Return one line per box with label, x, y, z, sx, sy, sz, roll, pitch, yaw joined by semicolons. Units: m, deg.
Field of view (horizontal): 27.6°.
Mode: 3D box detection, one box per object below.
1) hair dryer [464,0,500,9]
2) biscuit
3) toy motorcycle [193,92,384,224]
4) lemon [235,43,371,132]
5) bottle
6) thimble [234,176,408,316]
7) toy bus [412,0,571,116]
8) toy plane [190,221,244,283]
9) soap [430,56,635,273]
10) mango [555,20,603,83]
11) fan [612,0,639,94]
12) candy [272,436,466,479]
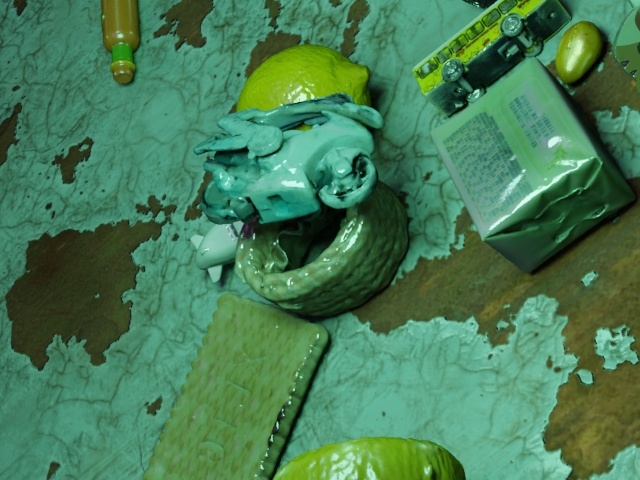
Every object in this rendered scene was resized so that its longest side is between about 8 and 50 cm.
hair dryer;0.206;-0.451;1.906;0.251;0.089;0.197;22;86;43
biscuit;-0.123;0.246;1.888;0.217;0.044;0.325;16;81;39
toy motorcycle;-0.037;-0.108;1.740;0.260;0.154;0.206;-8;44;23
lemon;-0.026;-0.195;1.923;0.244;0.186;0.187;-27;56;33
bottle;-0.354;-0.363;2.311;0.069;0.069;0.187;-24;57;26
thimble;0.006;-0.001;1.840;0.196;0.148;0.229;36;95;38
toy bus;0.238;-0.272;1.829;0.226;0.081;0.074;-39;51;17
toy plane;-0.121;-0.008;1.978;0.174;0.080;0.174;-3;84;25
soap;0.273;-0.095;1.687;0.182;0.138;0.199;-36;53;17
mango;0.348;-0.254;1.763;0.060;0.046;0.089;19;86;39
fan;0.440;-0.300;1.741;0.152;0.008;0.227;-41;52;16
candy;0.056;0.330;1.586;0.259;0.260;0.118;-28;52;24
